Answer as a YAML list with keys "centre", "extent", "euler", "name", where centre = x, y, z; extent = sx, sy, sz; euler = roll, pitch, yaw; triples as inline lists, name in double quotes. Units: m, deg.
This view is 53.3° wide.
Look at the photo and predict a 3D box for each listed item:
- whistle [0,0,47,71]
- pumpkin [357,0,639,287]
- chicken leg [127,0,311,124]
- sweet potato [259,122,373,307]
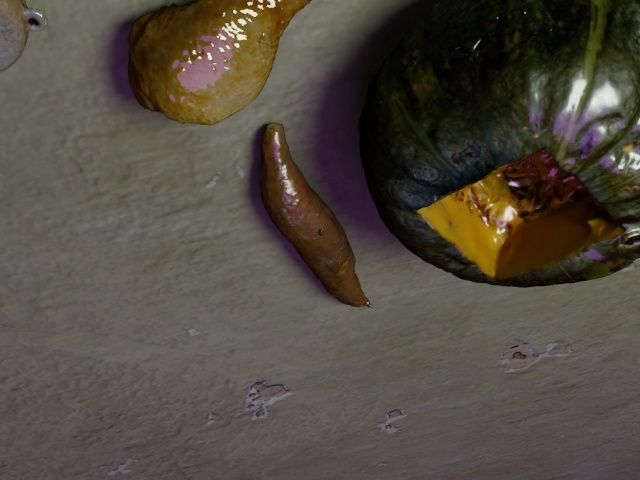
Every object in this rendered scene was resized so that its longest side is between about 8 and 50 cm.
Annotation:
- centre: [-0.324, -0.177, 0.486]
  extent: [0.220, 0.057, 0.107]
  euler: [-1, 147, -9]
  name: "whistle"
- centre: [0.185, -0.085, 0.594]
  extent: [0.320, 0.192, 0.320]
  euler: [12, 144, 9]
  name: "pumpkin"
- centre: [-0.055, -0.191, 0.533]
  extent: [0.251, 0.087, 0.107]
  euler: [-39, 142, 12]
  name: "chicken leg"
- centre: [0.000, 0.000, 0.737]
  extent: [0.066, 0.072, 0.314]
  euler: [-35, 131, -2]
  name: "sweet potato"
